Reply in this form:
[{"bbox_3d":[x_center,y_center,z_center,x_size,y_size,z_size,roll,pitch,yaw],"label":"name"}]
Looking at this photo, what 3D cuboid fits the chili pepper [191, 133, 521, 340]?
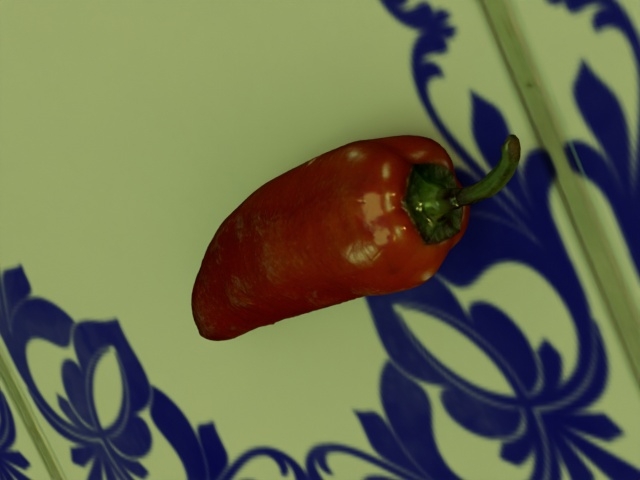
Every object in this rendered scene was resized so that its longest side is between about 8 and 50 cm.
[{"bbox_3d":[0.000,0.000,0.756,0.272,0.063,0.071,-25,84,53],"label":"chili pepper"}]
